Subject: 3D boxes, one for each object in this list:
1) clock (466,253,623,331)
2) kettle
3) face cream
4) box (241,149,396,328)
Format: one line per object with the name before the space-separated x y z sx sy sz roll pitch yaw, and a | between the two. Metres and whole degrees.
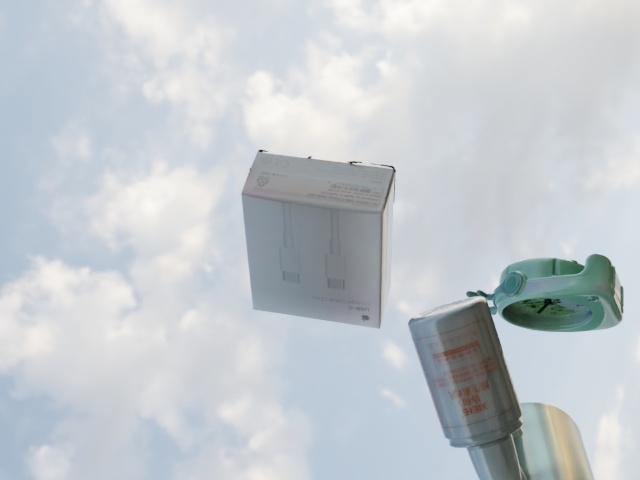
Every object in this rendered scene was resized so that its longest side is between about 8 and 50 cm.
clock | 0.317 0.077 1.574 0.159 0.210 0.066 50 -139 -57
kettle | 0.387 0.426 1.948 0.318 0.205 0.265 -85 -5 -65
face cream | 0.187 0.199 1.321 0.101 0.101 0.252 -18 -90 -48
box | 0.000 0.000 1.620 0.252 0.203 0.106 88 -167 -46
